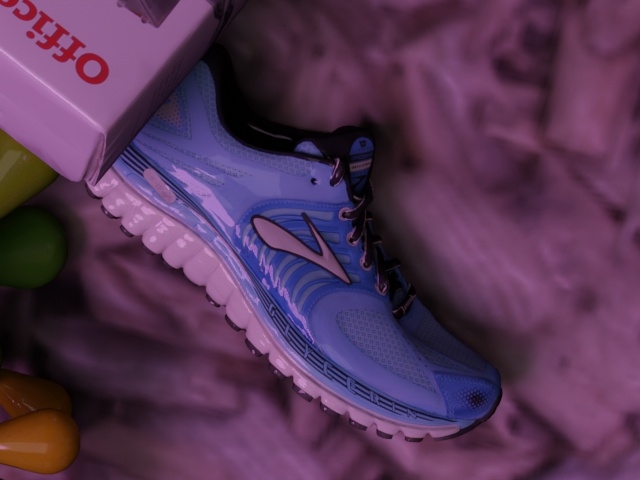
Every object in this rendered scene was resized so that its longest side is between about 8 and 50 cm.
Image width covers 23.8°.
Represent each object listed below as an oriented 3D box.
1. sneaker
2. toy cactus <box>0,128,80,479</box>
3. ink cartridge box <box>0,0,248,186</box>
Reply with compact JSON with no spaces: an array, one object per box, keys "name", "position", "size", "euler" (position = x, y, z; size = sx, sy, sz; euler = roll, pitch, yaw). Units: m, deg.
[{"name":"sneaker","position":[0.000,0.000,0.490],"size":[0.162,0.063,0.073],"euler":[41,103,-4]},{"name":"toy cactus","position":[-0.149,0.013,0.462],"size":[0.112,0.180,0.219],"euler":[-5,100,30]},{"name":"ink cartridge box","position":[-0.062,-0.100,0.441],"size":[0.099,0.056,0.135],"euler":[37,72,-4]}]
